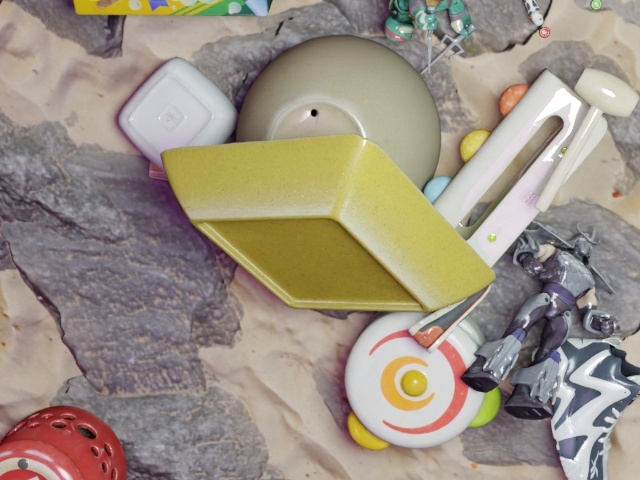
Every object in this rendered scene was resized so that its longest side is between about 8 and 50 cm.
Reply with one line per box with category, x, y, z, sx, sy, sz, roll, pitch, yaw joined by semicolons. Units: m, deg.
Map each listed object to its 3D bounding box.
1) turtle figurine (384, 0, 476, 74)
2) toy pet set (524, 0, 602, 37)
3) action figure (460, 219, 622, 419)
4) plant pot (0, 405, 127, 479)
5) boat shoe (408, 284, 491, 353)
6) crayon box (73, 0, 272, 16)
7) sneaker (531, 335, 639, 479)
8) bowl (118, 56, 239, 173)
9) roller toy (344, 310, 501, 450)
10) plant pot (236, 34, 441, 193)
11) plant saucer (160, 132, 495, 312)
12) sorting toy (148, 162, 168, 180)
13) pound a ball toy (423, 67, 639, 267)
turtle figurine;0.149;-0.315;1.645;0.118;0.175;0.234;39;119;10
toy pet set;0.317;-0.340;1.670;0.122;0.065;0.114;-30;93;12
action figure;0.302;0.093;1.670;0.185;0.099;0.285;36;66;-8
plant pot;-0.393;0.352;1.842;0.191;0.174;0.191;2;101;9
boat shoe;0.169;0.089;1.653;0.043;0.049;0.137;43;62;9
crayon box;-0.231;-0.403;1.696;0.323;0.083;0.203;2;133;10
sneaker;0.392;0.235;1.730;0.153;0.094;0.235;-18;85;20
bowl;-0.202;-0.169;1.782;0.142;0.053;0.142;44;97;2
roller toy;0.130;0.179;1.739;0.209;0.146;0.191;-10;96;11
plant pot;0.012;-0.129;1.690;0.284;0.191;0.284;1;98;9
plant saucer;0.000;0.000;1.602;0.333;0.333;0.081;-1;59;38
sorting toy;-0.202;-0.113;1.818;0.083;0.012;0.062;10;100;8
pound a ball toy;0.250;-0.106;1.644;0.136;0.208;0.319;39;103;2
